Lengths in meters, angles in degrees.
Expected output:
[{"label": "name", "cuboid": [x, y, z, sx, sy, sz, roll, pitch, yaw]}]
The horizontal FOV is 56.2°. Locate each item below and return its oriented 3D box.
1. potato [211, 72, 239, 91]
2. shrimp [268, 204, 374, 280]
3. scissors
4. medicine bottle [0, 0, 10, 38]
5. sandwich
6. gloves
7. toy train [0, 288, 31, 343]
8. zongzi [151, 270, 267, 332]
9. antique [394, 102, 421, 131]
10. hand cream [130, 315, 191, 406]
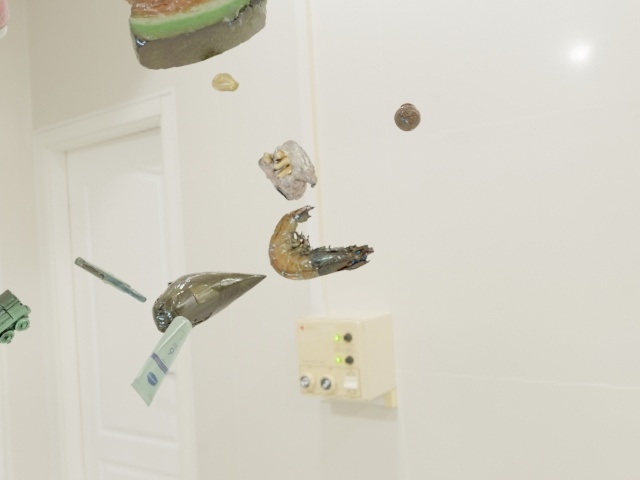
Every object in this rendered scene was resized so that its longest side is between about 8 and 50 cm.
[{"label": "potato", "cuboid": [-0.279, -0.464, 1.769, 0.083, 0.062, 0.068, 31, 48, 19]}, {"label": "shrimp", "cuboid": [0.000, 0.000, 1.646, 0.290, 0.223, 0.054, -4, -26, 3]}, {"label": "scissors", "cuboid": [-0.722, 0.133, 2.060, 0.138, 0.041, 0.289, 27, -10, 46]}, {"label": "medicine bottle", "cuboid": [-1.082, -0.751, 1.934, 0.147, 0.147, 0.247, -3, -12, -21]}, {"label": "sandwich", "cuboid": [-0.262, -0.414, 0.985, 0.250, 0.301, 0.162, -39, -1, -28]}, {"label": "gloves", "cuboid": [-0.059, -0.137, 1.179, 0.094, 0.110, 0.144, -38, 4, -16]}, {"label": "toy train", "cuboid": [-0.807, 0.210, 1.490, 0.071, 0.111, 0.170, 30, 59, 28]}, {"label": "zongzi", "cuboid": [-0.448, 0.232, 2.459, 0.431, 0.208, 0.403, -13, 9, 4]}, {"label": "antique", "cuboid": [0.319, -0.448, 2.202, 0.104, 0.104, 0.104, -4, -1, 0]}, {"label": "hand cream", "cuboid": [-0.518, 0.381, 1.971, 0.067, 0.109, 0.321, -5, 37, 26]}]
